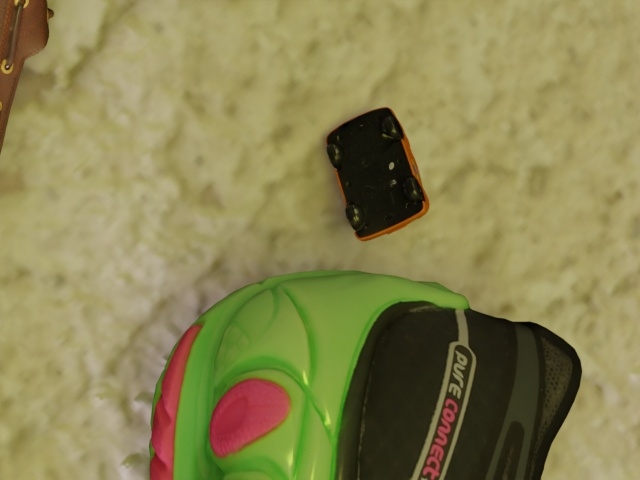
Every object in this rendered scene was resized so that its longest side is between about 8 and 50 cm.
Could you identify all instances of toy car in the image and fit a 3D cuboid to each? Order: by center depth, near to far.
[{"bbox_3d":[0.000,0.000,0.696,0.122,0.060,0.040,-41,149,7],"label":"toy car"}]

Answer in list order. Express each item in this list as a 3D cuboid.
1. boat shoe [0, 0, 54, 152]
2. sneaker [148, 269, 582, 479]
[{"bbox_3d":[-0.138,-0.096,0.629,0.060,0.064,0.178,15,92,-48],"label":"boat shoe"},{"bbox_3d":[0.045,0.252,0.647,0.202,0.185,0.483,-4,101,-21],"label":"sneaker"}]
